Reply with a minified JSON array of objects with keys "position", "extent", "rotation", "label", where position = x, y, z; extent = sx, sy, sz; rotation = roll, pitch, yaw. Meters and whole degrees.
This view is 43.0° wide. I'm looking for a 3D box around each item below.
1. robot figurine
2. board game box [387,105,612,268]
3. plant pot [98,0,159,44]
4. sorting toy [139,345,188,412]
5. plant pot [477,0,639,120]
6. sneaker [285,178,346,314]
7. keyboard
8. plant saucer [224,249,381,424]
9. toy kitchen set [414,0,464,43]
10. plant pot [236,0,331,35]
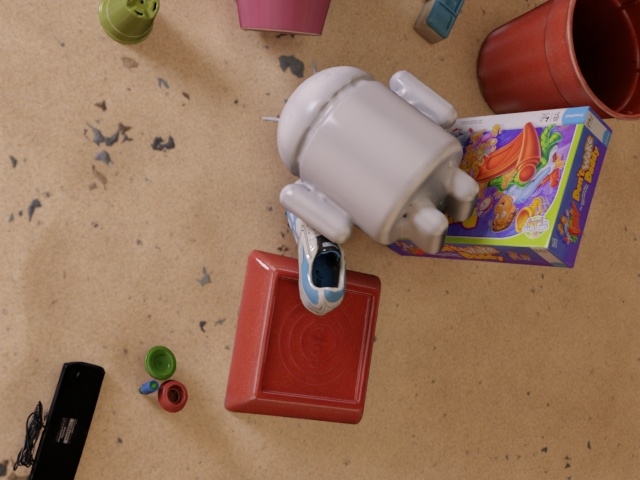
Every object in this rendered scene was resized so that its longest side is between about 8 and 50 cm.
[{"position":[0.075,-0.132,1.259],"extent":[0.353,0.199,0.300],"rotation":[41,75,16],"label":"robot figurine"},{"position":[0.272,-0.085,1.324],"extent":[0.078,0.347,0.233],"rotation":[31,72,-37],"label":"board game box"},{"position":[-0.269,-0.336,1.179],"extent":[0.083,0.079,0.083],"rotation":[2,86,-31],"label":"plant pot"},{"position":[-0.238,0.209,1.199],"extent":[0.061,0.042,0.101],"rotation":[-21,86,-45],"label":"sorting toy"},{"position":[0.449,-0.331,1.492],"extent":[0.273,0.265,0.272],"rotation":[2,86,-31],"label":"plant pot"},{"position":[0.000,0.000,1.289],"extent":[0.085,0.086,0.237],"rotation":[7,59,-30],"label":"sneaker"},{"position":[-0.369,0.259,1.127],"extent":[0.100,0.038,0.192],"rotation":[29,71,-50],"label":"keyboard"},{"position":[-0.012,0.163,1.324],"extent":[0.259,0.048,0.258],"rotation":[13,81,-28],"label":"plant saucer"},{"position":[0.196,-0.468,1.407],"extent":[0.207,0.166,0.122],"rotation":[33,72,-25],"label":"toy kitchen set"},{"position":[-0.056,-0.413,1.255],"extent":[0.201,0.201,0.180],"rotation":[-3,105,-30],"label":"plant pot"}]
